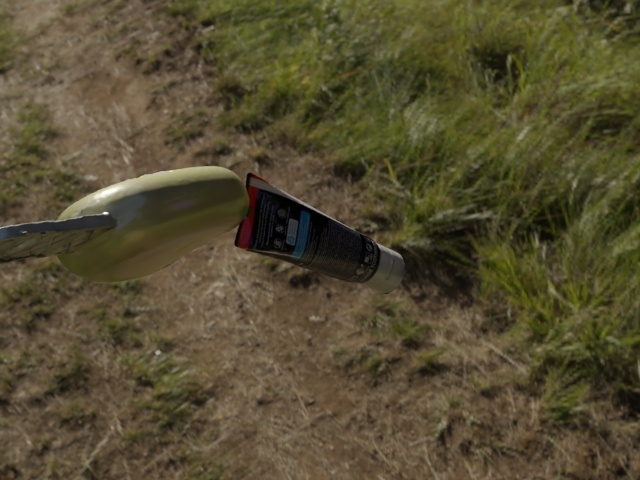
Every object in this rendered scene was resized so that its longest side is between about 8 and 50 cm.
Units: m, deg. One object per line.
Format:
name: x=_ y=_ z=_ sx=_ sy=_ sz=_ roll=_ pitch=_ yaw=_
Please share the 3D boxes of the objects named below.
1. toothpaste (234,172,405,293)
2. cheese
toothpaste: x=0.000 y=0.000 z=0.795 sx=0.045 sy=0.194 sz=0.071 roll=-13 pitch=63 yaw=47
cheese: x=-0.139 y=-0.007 z=0.548 sx=0.127 sy=0.054 sz=0.251 roll=-29 pitch=-3 yaw=17
